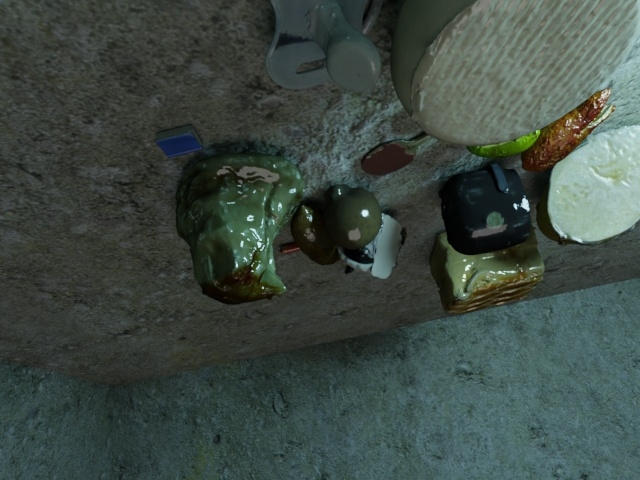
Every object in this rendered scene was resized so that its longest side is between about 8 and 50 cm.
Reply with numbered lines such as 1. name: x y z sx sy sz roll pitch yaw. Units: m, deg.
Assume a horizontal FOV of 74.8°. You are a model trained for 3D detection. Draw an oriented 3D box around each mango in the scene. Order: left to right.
1. mango: 0.461 -0.266 1.065 0.178 0.100 0.119 -11 161 11

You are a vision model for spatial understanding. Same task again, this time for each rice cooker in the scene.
1. rice cooker: 0.485 -0.089 1.265 0.224 0.267 0.267 -10 154 13

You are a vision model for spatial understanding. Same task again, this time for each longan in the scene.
1. longan: 0.089 -0.076 1.225 0.204 0.185 0.159 54 150 -17

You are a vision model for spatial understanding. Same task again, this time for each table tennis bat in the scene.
1. table tennis bat: 0.215 -0.238 1.114 0.234 0.022 0.131 -28 149 32

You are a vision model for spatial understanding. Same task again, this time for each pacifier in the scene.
1. pacifier: 0.034 -0.330 0.664 0.227 0.207 0.279 -21 158 -21

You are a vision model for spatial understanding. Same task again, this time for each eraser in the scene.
1. eraser: -0.312 -0.219 0.931 0.084 0.027 0.063 -13 152 4

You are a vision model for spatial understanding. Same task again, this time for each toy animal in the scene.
1. toy animal: 0.168 0.012 1.408 0.156 0.208 0.204 13 177 45

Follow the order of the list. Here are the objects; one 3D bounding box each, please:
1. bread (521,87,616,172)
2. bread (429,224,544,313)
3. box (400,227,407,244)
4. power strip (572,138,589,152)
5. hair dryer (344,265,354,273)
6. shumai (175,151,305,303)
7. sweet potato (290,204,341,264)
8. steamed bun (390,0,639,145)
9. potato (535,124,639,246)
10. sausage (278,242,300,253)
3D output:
1. bread: 0.658 -0.282 1.122 0.139 0.095 0.269 7 144 -47
2. bread: 0.659 0.112 1.690 0.390 0.279 0.371 -14 155 1
3. box: 0.275 -0.008 1.564 0.083 0.035 0.079 -11 153 -2
4. power strip: 0.712 -0.271 1.209 0.019 0.051 0.136 22 138 -37
5. hair dryer: 0.146 0.119 1.776 0.083 0.031 0.079 -12 165 -17
6. shumai: -0.200 -0.006 1.069 0.324 0.323 0.397 9 147 -32
7. sweet potato: -0.001 0.005 1.385 0.130 0.131 0.423 -17 154 12
8. steamed bun: 0.295 -0.346 0.685 0.374 0.241 0.374 -5 153 -2
9. potato: 0.860 -0.166 1.345 0.397 0.290 0.296 -64 166 14
10. sausage: -0.088 0.022 1.482 0.129 0.034 0.034 -13 153 5
